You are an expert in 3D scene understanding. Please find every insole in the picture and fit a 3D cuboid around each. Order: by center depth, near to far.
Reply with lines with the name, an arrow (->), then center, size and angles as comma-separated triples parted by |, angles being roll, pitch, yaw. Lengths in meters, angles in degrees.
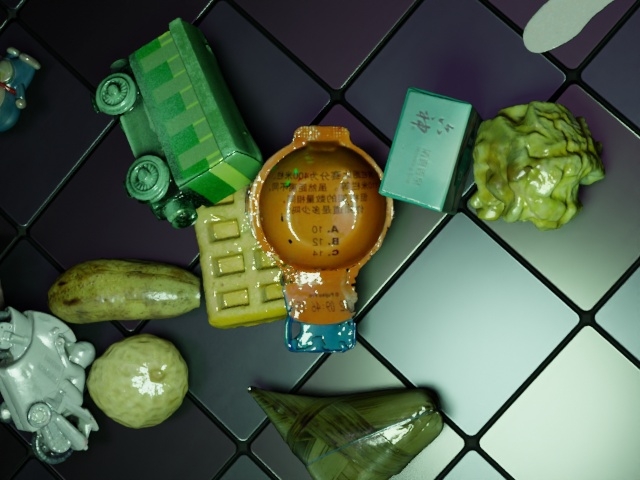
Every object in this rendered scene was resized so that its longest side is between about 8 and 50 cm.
insole -> 0.379, -0.344, 1.866 | 0.197, 0.004, 0.065 | -37, 81, 10

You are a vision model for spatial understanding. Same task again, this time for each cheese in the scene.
cheese -> 0.000, 0.000, 1.831 | 0.217, 0.129, 0.329 | -2, 97, -8

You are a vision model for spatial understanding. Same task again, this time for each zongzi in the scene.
zongzi -> 0.042, 0.246, 1.883 | 0.221, 0.112, 0.242 | -41, 80, 11

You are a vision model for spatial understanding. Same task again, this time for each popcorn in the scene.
popcorn -> 0.297, -0.100, 1.798 | 0.185, 0.167, 0.187 | 3, 67, 43

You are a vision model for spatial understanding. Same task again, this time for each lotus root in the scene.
lotus root -> -0.305, 0.074, 1.972 | 0.258, 0.110, 0.097 | -4, 130, 10

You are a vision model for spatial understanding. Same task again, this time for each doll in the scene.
doll -> -0.509, -0.233, 2.038 | 0.114, 0.085, 0.152 | 30, 86, 35

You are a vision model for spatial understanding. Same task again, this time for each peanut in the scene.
peanut -> -0.276, 0.215, 1.959 | 0.159, 0.109, 0.140 | -40, 109, 20

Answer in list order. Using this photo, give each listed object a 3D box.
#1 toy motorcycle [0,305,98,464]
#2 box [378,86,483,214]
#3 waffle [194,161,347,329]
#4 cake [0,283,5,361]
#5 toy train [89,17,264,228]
toy motorcycle -> -0.418, 0.208, 1.980 | 0.110, 0.171, 0.260 | -4, 113, 53
box -> 0.159, -0.120, 1.792 | 0.092, 0.245, 0.153 | 17, 94, 10
waffle -> -0.080, 0.001, 1.944 | 0.221, 0.055, 0.248 | -10, 87, 13
cake -> -0.662, 0.117, 1.993 | 0.309, 0.237, 0.230 | -15, 89, 11
toy train -> -0.215, -0.171, 1.917 | 0.202, 0.120, 0.301 | -30, 64, 11
